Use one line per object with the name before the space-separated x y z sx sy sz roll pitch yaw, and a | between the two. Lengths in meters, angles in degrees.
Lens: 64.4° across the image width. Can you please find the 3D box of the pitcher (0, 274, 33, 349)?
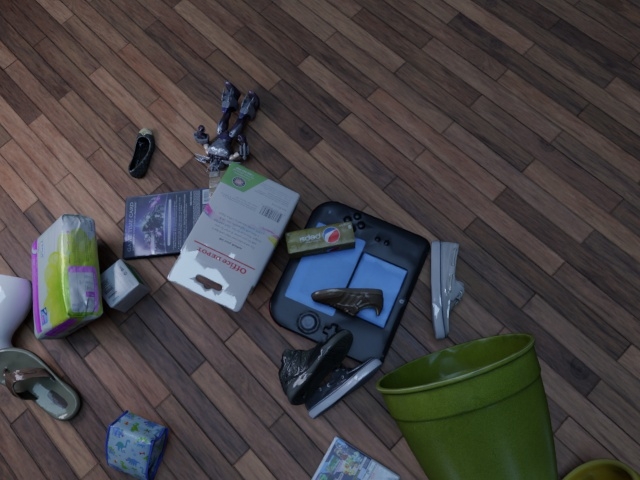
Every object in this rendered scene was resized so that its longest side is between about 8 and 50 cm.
pitcher | -0.905 0.196 1.402 0.178 0.125 0.206 16 78 -23

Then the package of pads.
package of pads | -0.696 0.098 1.385 0.229 0.101 0.296 -27 68 36

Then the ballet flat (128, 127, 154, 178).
ballet flat | -0.553 -0.274 1.570 0.058 0.049 0.173 3 73 6

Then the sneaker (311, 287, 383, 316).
sneaker | 0.070 0.161 1.312 0.189 0.066 0.071 -1 75 0

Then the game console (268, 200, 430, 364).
game console | 0.076 0.106 1.384 0.342 0.060 0.386 22 76 12

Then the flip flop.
flip flop | -0.765 0.382 1.343 0.277 0.080 0.112 37 86 1

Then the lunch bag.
lunch bag | -0.468 0.528 1.284 0.129 0.096 0.151 18 104 11

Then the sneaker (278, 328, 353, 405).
sneaker | -0.023 0.292 1.289 0.227 0.087 0.130 -49 46 4

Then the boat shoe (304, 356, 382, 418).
boat shoe | 0.050 0.358 1.292 0.228 0.080 0.076 -41 66 9

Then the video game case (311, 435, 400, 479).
video game case | 0.066 0.617 1.241 0.184 0.023 0.201 29 78 13

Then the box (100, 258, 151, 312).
box | -0.554 0.128 1.422 0.102 0.087 0.101 -41 73 -9

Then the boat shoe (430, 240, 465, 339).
boat shoe | 0.335 0.128 1.338 0.088 0.096 0.267 0 64 10

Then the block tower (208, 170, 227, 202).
block tower | -0.262 -0.043 1.446 0.091 0.097 0.335 -5 71 3

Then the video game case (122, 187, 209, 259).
video game case | -0.445 -0.050 1.495 0.275 0.026 0.195 -6 72 7

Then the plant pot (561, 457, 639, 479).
plant pot | 0.651 0.643 1.072 0.239 0.254 0.254 41 80 1

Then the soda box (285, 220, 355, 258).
soda box | 0.000 0.000 1.366 0.182 0.058 0.061 -11 72 1

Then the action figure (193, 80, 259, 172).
action figure | -0.285 -0.327 1.539 0.186 0.099 0.284 17 78 5

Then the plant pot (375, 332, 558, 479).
plant pot | 0.353 0.433 1.125 0.367 0.366 0.352 -19 83 -1

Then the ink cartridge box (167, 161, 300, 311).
ink cartridge box | -0.220 0.001 1.318 0.207 0.119 0.353 26 69 -2
